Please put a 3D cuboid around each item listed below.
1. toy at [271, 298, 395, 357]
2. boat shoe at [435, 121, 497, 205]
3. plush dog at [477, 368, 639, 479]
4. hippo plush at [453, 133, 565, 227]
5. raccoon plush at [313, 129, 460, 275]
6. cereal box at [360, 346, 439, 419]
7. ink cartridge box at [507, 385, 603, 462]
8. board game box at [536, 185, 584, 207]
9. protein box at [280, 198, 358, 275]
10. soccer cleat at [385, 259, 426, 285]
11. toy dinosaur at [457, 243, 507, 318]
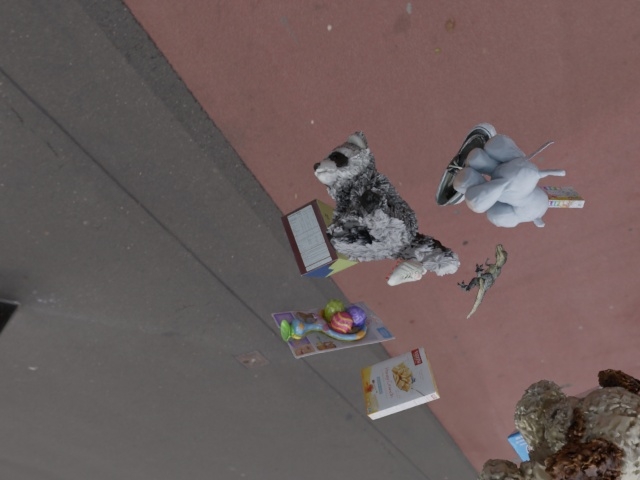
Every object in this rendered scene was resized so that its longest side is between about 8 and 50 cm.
[{"bbox_3d":[0.031,0.166,0.900,0.237,0.137,0.056,-6,122,-27],"label":"toy"},{"bbox_3d":[0.495,-0.239,1.461,0.119,0.121,0.335,-29,147,-32],"label":"boat shoe"},{"bbox_3d":[0.368,0.296,0.581,0.210,0.262,0.225,32,136,29],"label":"plush dog"},{"bbox_3d":[0.574,-0.167,1.272,0.294,0.234,0.236,-22,139,34],"label":"hippo plush"},{"bbox_3d":[0.171,-0.089,1.186,0.446,0.299,0.216,32,134,-33],"label":"raccoon plush"},{"bbox_3d":[0.258,0.472,1.416,0.240,0.173,0.047,-27,127,17],"label":"cereal box"},{"bbox_3d":[0.788,0.664,1.200,0.166,0.395,0.285,-13,151,-40],"label":"ink cartridge box"},{"bbox_3d":[0.760,-0.144,1.395,0.154,0.103,0.026,1,123,4],"label":"board game box"},{"bbox_3d":[0.000,0.000,1.373,0.136,0.201,0.200,-25,165,18],"label":"protein box"},{"bbox_3d":[0.255,0.092,1.237,0.076,0.196,0.068,39,120,17],"label":"soccer cleat"},{"bbox_3d":[0.511,0.130,1.359,0.118,0.064,0.268,20,101,-33],"label":"toy dinosaur"}]
